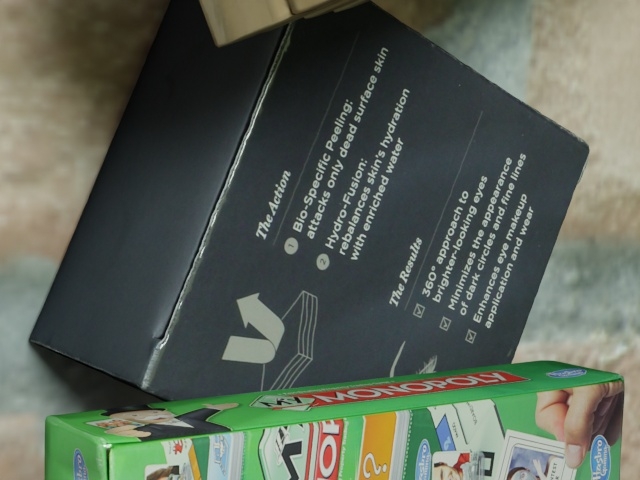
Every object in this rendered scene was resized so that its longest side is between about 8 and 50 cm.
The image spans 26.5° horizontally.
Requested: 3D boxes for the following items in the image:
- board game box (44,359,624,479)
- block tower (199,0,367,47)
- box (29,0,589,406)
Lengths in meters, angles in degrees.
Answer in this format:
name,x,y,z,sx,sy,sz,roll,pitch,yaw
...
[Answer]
name,x,y,z,sx,sy,sz,roll,pitch,yaw
board game box,0.011,0.208,0.468,0.213,0.046,0.317,-2,96,-34
block tower,0.061,-0.148,0.478,0.335,0.097,0.091,-29,101,-54
box,0.000,0.000,0.523,0.158,0.093,0.156,27,80,-36
